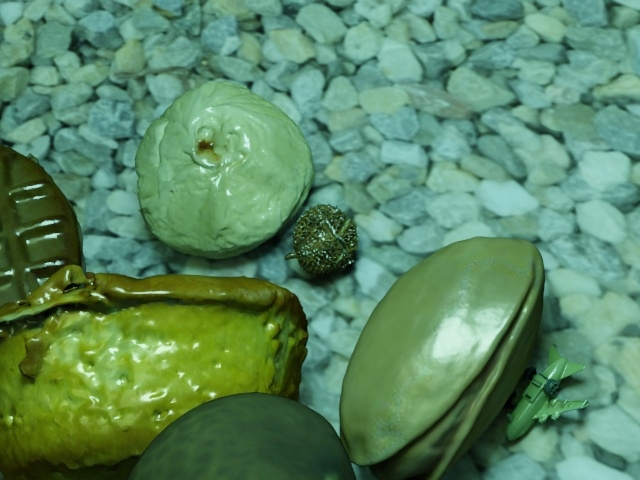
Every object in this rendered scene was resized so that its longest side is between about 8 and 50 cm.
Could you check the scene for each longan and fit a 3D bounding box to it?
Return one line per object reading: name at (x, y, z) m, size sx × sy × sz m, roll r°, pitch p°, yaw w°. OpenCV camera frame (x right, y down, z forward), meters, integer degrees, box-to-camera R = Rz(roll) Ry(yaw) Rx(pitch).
longan at (-0.060, 0.218, 1.073) m, size 0.198 × 0.198 × 0.212 m, roll -30°, pitch 40°, yaw 2°

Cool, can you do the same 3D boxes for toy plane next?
toy plane at (0.225, 0.160, 1.479) m, size 0.111 × 0.040 × 0.102 m, roll -48°, pitch 42°, yaw -10°

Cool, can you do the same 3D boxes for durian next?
durian at (0.000, 0.000, 1.609) m, size 0.091 × 0.080 × 0.080 m, roll -20°, pitch 60°, yaw -6°

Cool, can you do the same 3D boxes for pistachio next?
pistachio at (0.128, 0.118, 1.457) m, size 0.293 × 0.162 × 0.181 m, roll -53°, pitch 25°, yaw -13°

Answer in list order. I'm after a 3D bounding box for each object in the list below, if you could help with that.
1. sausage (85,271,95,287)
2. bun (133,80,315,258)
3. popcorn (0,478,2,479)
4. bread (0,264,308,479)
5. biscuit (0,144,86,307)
sausage at (-0.323, 0.075, 1.701) m, size 0.131 × 0.039 × 0.041 m, roll -20°, pitch 67°, yaw 9°
bun at (-0.121, -0.085, 1.657) m, size 0.220 × 0.134 × 0.220 m, roll -5°, pitch 65°, yaw 11°
popcorn at (-0.397, 0.371, 1.387) m, size 0.264 × 0.225 × 0.332 m, roll -12°, pitch 71°, yaw -7°
bread at (-0.172, 0.152, 1.433) m, size 0.336 × 0.358 × 0.204 m, roll -15°, pitch 71°, yaw 8°
biscuit at (-0.404, 0.052, 1.629) m, size 0.268 × 0.115 × 0.366 m, roll 15°, pitch 65°, yaw 12°
